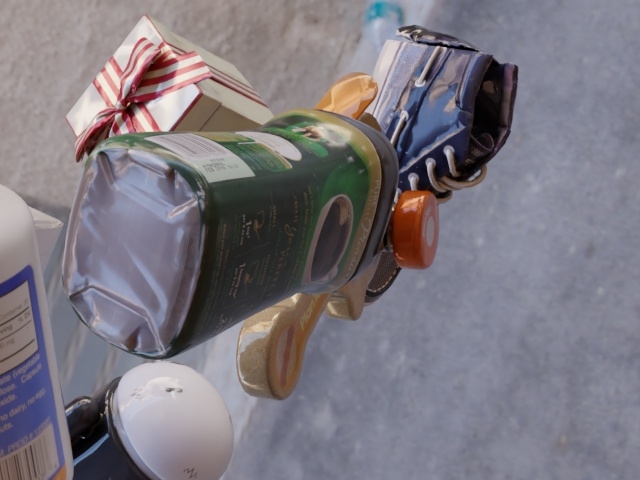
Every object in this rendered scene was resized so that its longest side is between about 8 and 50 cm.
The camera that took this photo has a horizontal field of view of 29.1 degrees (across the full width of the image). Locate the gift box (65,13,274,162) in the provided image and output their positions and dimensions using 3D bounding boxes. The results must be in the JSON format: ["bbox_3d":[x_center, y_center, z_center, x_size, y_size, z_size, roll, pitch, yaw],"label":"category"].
[{"bbox_3d":[-0.223,-0.180,1.963,0.255,0.258,0.276,-53,49,13],"label":"gift box"}]

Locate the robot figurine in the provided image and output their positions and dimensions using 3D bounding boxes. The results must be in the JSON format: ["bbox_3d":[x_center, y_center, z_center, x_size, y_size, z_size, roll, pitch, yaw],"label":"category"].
[{"bbox_3d":[-0.232,0.256,1.451,0.278,0.173,0.209,-36,-3,20],"label":"robot figurine"}]

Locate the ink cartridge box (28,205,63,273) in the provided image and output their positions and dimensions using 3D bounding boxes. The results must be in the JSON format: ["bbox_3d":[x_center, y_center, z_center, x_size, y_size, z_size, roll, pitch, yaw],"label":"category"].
[{"bbox_3d":[-0.451,0.066,1.434,0.117,0.207,0.283,-13,-53,-81],"label":"ink cartridge box"}]

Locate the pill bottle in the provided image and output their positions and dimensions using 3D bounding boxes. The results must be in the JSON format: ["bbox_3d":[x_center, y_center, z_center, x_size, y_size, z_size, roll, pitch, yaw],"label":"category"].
[{"bbox_3d":[-0.249,0.050,0.784,0.152,0.152,0.272,-135,37,-62],"label":"pill bottle"}]

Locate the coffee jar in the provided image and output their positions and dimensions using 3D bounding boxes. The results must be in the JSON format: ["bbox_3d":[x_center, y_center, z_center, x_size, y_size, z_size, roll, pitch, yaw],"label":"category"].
[{"bbox_3d":[-0.035,-0.011,0.596,0.079,0.184,0.096,26,112,25],"label":"coffee jar"}]

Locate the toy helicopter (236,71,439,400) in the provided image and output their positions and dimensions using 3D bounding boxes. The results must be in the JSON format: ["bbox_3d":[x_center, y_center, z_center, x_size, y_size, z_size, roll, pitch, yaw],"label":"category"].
[{"bbox_3d":[0.000,0.000,1.170,0.355,0.140,0.235,-63,-29,-46],"label":"toy helicopter"}]

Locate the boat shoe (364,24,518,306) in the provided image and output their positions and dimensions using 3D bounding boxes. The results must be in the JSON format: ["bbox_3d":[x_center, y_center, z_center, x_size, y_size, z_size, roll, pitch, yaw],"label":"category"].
[{"bbox_3d":[0.114,-0.075,1.413,0.158,0.127,0.341,18,96,47],"label":"boat shoe"}]
